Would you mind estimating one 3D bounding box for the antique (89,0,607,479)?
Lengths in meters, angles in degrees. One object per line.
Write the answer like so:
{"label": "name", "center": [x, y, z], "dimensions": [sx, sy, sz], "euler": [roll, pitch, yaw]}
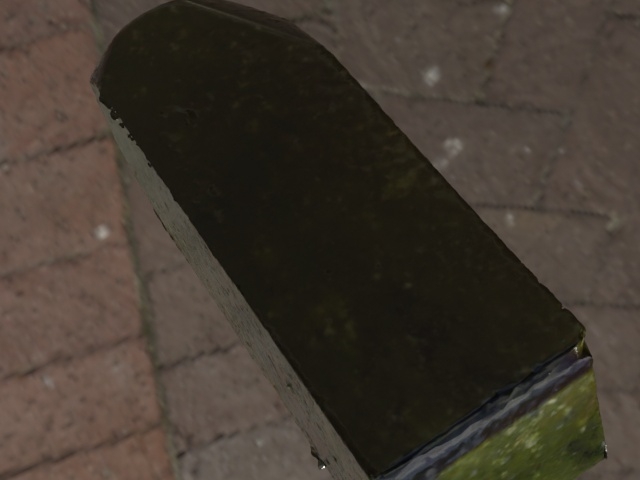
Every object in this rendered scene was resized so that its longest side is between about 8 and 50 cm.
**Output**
{"label": "antique", "center": [0.000, 0.000, 0.583], "dimensions": [0.080, 0.221, 0.081], "euler": [-31, 144, -9]}
